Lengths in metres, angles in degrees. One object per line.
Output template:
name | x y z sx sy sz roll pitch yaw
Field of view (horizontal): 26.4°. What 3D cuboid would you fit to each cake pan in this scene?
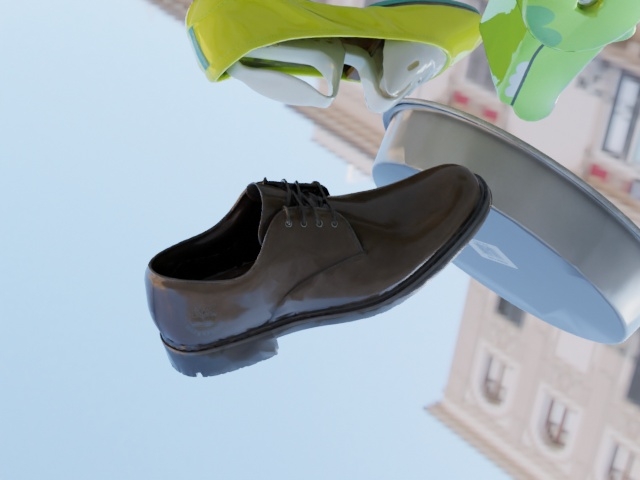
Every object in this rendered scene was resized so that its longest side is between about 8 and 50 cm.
cake pan | 0.159 -0.009 1.136 0.293 0.054 0.293 35 170 7

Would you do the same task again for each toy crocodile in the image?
toy crocodile | 0.154 -0.199 0.650 0.105 0.340 0.115 4 -136 -14

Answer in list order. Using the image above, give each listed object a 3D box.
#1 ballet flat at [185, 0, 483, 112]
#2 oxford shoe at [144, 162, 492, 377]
ballet flat | 0.017 -0.126 0.936 0.231 0.077 0.077 2 -116 -26
oxford shoe | 0.000 0.000 0.834 0.227 0.096 0.083 -25 -143 -9
